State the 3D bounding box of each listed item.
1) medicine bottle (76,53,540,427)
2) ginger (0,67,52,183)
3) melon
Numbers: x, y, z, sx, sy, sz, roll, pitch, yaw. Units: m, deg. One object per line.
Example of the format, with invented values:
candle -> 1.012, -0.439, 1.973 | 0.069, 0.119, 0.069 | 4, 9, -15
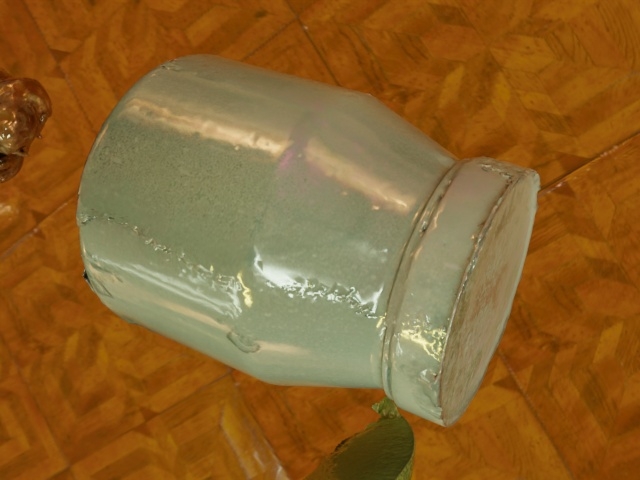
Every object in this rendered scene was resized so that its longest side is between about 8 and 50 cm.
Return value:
medicine bottle -> 0.000, 0.000, 0.574 | 0.290, 0.245, 0.245 | 20, 103, 25
ginger -> -0.490, -0.099, 0.944 | 0.274, 0.152, 0.357 | 19, 60, 33
melon -> 0.040, 0.221, 0.713 | 0.114, 0.262, 0.053 | -8, 98, 18
